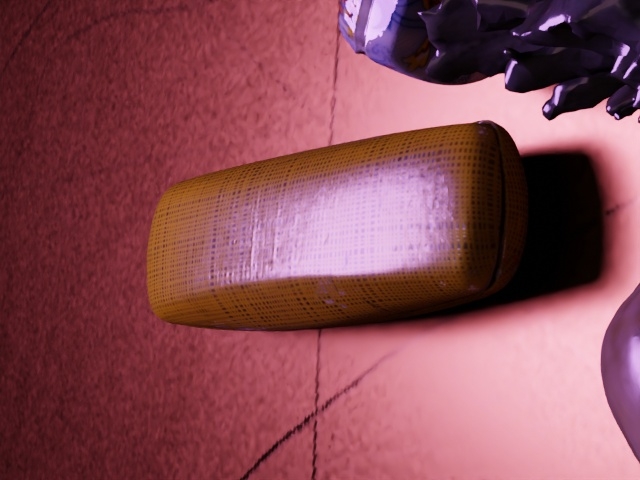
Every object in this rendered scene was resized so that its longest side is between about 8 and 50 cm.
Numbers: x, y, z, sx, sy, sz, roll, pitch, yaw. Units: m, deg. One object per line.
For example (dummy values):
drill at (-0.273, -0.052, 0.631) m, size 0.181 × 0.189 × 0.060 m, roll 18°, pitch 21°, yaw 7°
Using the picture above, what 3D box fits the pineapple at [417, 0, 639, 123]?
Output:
pineapple at (0.168, -0.022, 0.407) m, size 0.362 × 0.202 × 0.202 m, roll 32°, pitch 112°, yaw 34°

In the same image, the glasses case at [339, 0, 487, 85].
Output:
glasses case at (0.074, -0.180, 0.673) m, size 0.065 × 0.087 × 0.248 m, roll 35°, pitch 114°, yaw 43°

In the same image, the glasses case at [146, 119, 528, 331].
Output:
glasses case at (0.000, 0.000, 0.766) m, size 0.234 × 0.064 × 0.079 m, roll -9°, pitch 78°, yaw 51°

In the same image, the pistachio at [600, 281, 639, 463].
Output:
pistachio at (0.159, 0.066, 0.528) m, size 0.185 × 0.108 × 0.126 m, roll 48°, pitch 142°, yaw 36°
